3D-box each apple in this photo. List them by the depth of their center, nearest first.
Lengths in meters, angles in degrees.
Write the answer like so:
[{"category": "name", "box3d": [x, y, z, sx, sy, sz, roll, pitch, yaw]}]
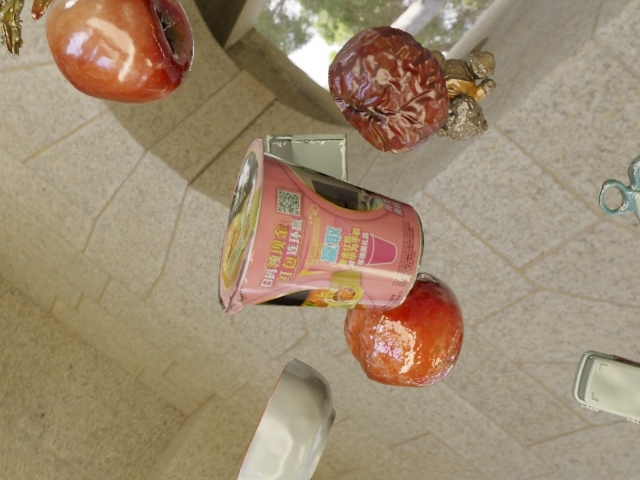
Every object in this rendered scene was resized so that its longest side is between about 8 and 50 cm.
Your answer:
[{"category": "apple", "box3d": [-0.263, -0.265, 0.797, 0.181, 0.168, 0.181, -13, -90, -77]}]

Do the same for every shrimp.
[{"category": "shrimp", "box3d": [-0.532, -0.449, 1.087, 0.132, 0.053, 0.236, 5, -100, 3]}]

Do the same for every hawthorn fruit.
[{"category": "hawthorn fruit", "box3d": [0.157, 0.135, 1.133, 0.241, 0.272, 0.242, -3, -148, 2]}]

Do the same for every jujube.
[{"category": "jujube", "box3d": [0.133, -0.295, 1.157, 0.232, 0.213, 0.213, 45, -134, -17]}]

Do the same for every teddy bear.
[{"category": "teddy bear", "box3d": [0.298, -0.314, 1.320, 0.177, 0.140, 0.190, -5, -99, -10]}]

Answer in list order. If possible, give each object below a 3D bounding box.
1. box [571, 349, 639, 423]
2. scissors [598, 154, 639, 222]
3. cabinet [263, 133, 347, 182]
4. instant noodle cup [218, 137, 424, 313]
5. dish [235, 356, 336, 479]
[{"category": "box", "box3d": [0.736, 0.361, 1.460, 0.210, 0.129, 0.148, 15, -92, 13]}, {"category": "scissors", "box3d": [0.656, -0.053, 1.196, 0.289, 0.138, 0.041, 40, -164, -34]}, {"category": "cabinet", "box3d": [-0.030, -0.091, 1.133, 0.144, 0.150, 0.206, -3, -85, -8]}, {"category": "instant noodle cup", "box3d": [0.000, 0.000, 0.856, 0.254, 0.244, 0.244, 12, -125, -17]}, {"category": "dish", "box3d": [-0.049, 0.342, 1.066, 0.117, 0.256, 0.256, 22, -131, 5]}]
